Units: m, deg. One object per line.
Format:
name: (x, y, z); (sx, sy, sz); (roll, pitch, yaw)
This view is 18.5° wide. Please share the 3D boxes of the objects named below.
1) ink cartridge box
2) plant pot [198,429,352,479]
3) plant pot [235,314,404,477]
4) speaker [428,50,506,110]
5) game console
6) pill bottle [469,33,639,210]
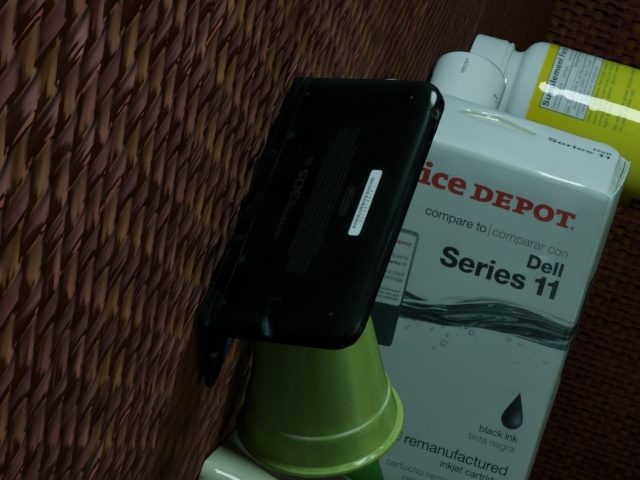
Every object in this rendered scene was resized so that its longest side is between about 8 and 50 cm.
ink cartridge box: (0.068, 0.034, 1.095); (0.087, 0.153, 0.208); (-51, 157, -69)
plant pot: (-0.017, 0.164, 0.974); (0.109, 0.096, 0.109); (-33, 141, -79)
plant pot: (-0.002, 0.057, 0.948); (0.083, 0.083, 0.079); (-64, 157, -49)
speaker: (0.087, -0.065, 1.393); (0.055, 0.055, 0.136); (96, 14, -60)
game console: (0.000, 0.000, 0.820); (0.071, 0.107, 0.122); (49, 53, -48)
pill bottle: (0.223, -0.105, 1.723); (0.119, 0.208, 0.119); (17, 90, -83)
